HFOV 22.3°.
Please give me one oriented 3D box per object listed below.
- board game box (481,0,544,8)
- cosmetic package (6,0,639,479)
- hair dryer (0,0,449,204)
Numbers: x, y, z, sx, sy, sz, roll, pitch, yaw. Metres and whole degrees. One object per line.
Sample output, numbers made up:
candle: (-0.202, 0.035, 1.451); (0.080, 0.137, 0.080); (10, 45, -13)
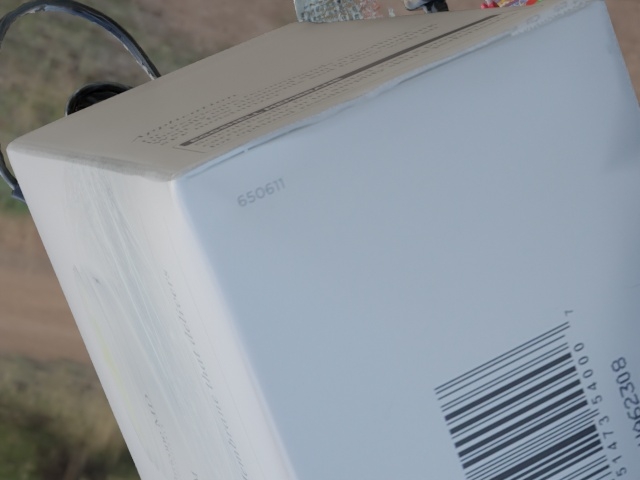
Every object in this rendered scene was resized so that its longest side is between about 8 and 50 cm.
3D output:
board game box: (0.112, -0.169, 1.339); (0.033, 0.169, 0.133); (56, -171, -23)
cosmetic package: (0.015, 0.049, 0.542); (0.138, 0.224, 0.225); (-25, -167, -17)
hair dryer: (0.000, 0.000, 0.725); (0.224, 0.293, 0.080); (-24, -170, 0)
